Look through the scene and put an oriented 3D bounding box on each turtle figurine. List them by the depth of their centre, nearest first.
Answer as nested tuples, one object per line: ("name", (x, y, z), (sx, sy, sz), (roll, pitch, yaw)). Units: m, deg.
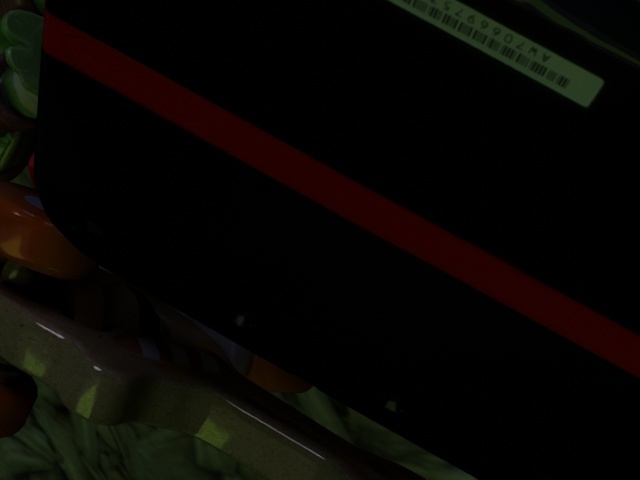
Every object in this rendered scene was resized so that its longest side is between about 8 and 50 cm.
("turtle figurine", (-0.256, -0.118, 0.842), (0.266, 0.198, 0.274), (-24, 106, 43))

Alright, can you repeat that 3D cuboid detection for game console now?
("game console", (0.038, -0.024, 0.639), (0.387, 0.060, 0.342), (28, 144, 4))

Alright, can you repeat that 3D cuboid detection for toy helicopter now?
("toy helicopter", (-0.069, 0.098, 0.853), (0.355, 0.235, 0.140), (29, 98, 21))

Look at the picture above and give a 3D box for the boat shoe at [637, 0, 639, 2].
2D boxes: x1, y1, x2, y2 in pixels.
("boat shoe", (0.185, -0.155, 0.511), (0.285, 0.104, 0.089), (-34, 92, 39))
